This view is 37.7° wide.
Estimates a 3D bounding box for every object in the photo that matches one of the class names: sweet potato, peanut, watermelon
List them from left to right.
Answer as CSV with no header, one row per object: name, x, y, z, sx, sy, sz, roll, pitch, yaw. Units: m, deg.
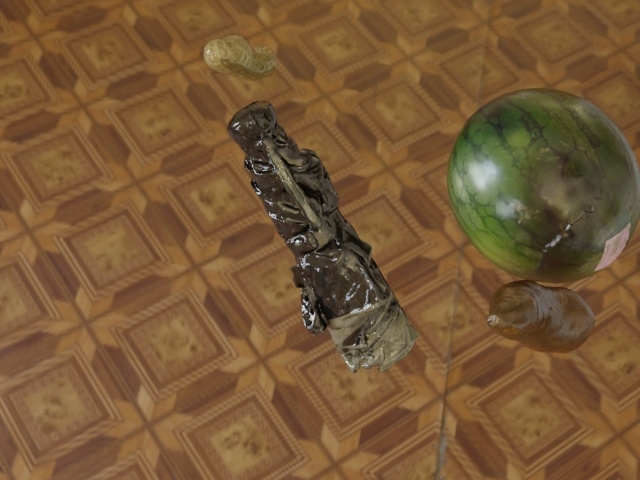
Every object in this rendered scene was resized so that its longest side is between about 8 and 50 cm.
peanut,-0.101,-0.234,1.205,0.113,0.054,0.054,6,50,-44
sweet potato,0.273,0.099,1.226,0.292,0.097,0.097,11,44,-52
watermelon,0.394,-0.097,1.669,0.363,0.363,0.363,3,58,-5

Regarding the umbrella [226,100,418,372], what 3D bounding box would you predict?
umbrella,-0.005,0.003,1.105,0.113,0.357,0.106,-24,19,17
